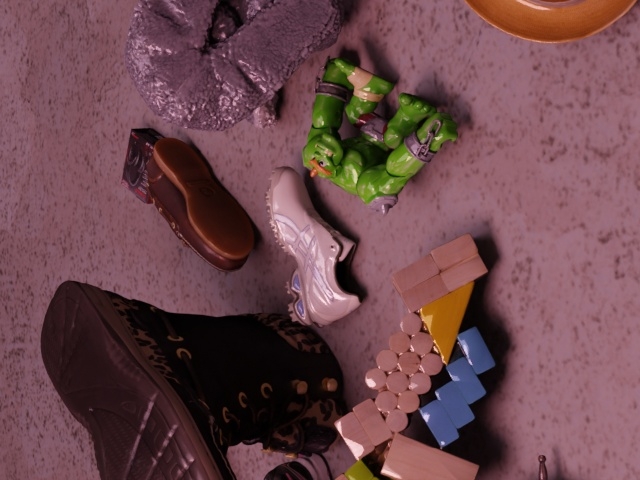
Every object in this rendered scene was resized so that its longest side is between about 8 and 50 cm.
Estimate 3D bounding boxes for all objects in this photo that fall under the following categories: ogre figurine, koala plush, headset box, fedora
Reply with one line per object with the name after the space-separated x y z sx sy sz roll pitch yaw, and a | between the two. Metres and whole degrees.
0.047 -0.100 1.469 0.197 0.097 0.118 30 100 28 | ogre figurine
-0.108 -0.195 1.546 0.203 0.196 0.221 -56 2 -7 | koala plush
-0.209 -0.087 1.826 0.062 0.032 0.083 36 120 42 | headset box
0.180 -0.256 1.230 0.194 0.079 0.194 2 98 16 | fedora

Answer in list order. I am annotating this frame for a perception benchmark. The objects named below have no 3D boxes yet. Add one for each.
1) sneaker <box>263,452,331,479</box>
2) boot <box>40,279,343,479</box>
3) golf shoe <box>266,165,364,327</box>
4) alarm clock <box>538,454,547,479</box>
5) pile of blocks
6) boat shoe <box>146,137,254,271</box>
-0.023 0.323 1.617 0.072 0.077 0.178 -31 72 50 | sneaker
-0.092 0.185 1.505 0.377 0.284 0.138 48 119 41 | boot
0.000 0.000 1.573 0.086 0.069 0.176 -19 83 30 | golf shoe
0.191 0.302 1.355 0.129 0.064 0.192 41 122 36 | alarm clock
0.087 0.172 1.422 0.149 0.112 0.362 24 86 7 | pile of blocks
-0.141 -0.030 1.723 0.207 0.073 0.073 56 136 39 | boat shoe
